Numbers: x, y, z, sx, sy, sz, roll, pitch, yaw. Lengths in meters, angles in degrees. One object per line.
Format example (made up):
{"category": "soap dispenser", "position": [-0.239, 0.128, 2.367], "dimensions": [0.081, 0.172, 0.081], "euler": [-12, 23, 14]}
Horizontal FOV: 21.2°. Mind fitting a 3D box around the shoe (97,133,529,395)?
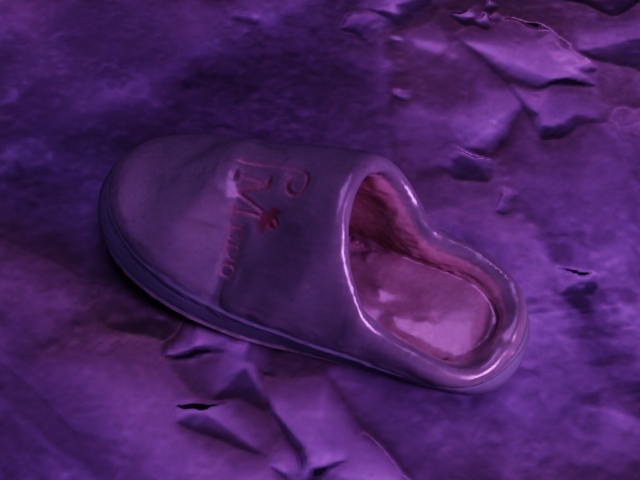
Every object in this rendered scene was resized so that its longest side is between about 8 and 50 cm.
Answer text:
{"category": "shoe", "position": [0.000, 0.000, 0.917], "dimensions": [0.251, 0.100, 0.103], "euler": [22, 54, 4]}
